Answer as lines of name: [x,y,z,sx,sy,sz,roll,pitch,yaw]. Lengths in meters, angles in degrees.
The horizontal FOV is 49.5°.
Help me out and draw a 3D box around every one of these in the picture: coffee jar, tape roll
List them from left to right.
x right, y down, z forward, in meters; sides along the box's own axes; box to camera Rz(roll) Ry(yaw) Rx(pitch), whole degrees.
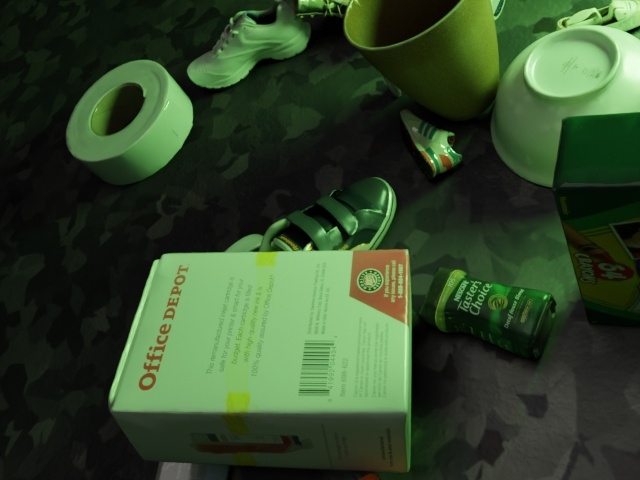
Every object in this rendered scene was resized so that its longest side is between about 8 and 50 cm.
tape roll: [-0.433,-0.269,1.579,0.286,0.100,0.286,-13,56,20]
coffee jar: [0.242,0.103,1.018,0.184,0.079,0.096,14,69,33]

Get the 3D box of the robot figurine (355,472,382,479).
robot figurine: [0.099,0.404,0.871,0.158,0.128,0.219,-42,60,3]

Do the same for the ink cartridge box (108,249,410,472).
ink cartridge box: [-0.064,0.164,0.994,0.384,0.160,0.279,0,46,9]

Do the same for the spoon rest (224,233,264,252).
spoon rest: [-0.181,0.097,1.238,0.137,0.084,0.276,30,77,37]

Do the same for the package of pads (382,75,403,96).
package of pads: [0.145,-0.315,1.317,0.050,0.083,0.032,-44,57,1]

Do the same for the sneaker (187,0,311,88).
sneaker: [-0.173,-0.440,1.529,0.297,0.129,0.111,-24,55,14]

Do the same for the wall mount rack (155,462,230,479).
wall mount rack: [-0.162,0.370,1.038,0.304,0.130,0.350,3,63,9]

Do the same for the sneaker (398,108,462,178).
sneaker: [0.196,-0.180,1.237,0.075,0.057,0.161,-19,51,-5]

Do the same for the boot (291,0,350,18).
boot: [0.032,-0.482,1.432,0.165,0.077,0.213,-6,44,-20]

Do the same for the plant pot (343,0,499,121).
plant pot: [0.202,-0.329,1.178,0.237,0.254,0.237,-20,50,25]

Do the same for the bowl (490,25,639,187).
bowl: [0.406,-0.240,1.107,0.297,0.134,0.298,-13,56,21]

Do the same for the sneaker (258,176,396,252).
sneaker: [0.000,0.000,1.178,0.321,0.127,0.126,-49,51,-9]

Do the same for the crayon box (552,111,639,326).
crayon box: [0.456,-0.004,0.791,0.313,0.363,0.106,2,63,29]

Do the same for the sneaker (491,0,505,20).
sneaker: [0.319,-0.531,1.359,0.121,0.079,0.217,18,72,32]

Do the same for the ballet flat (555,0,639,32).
ballet flat: [0.492,-0.383,1.198,0.168,0.052,0.057,-17,55,17]
